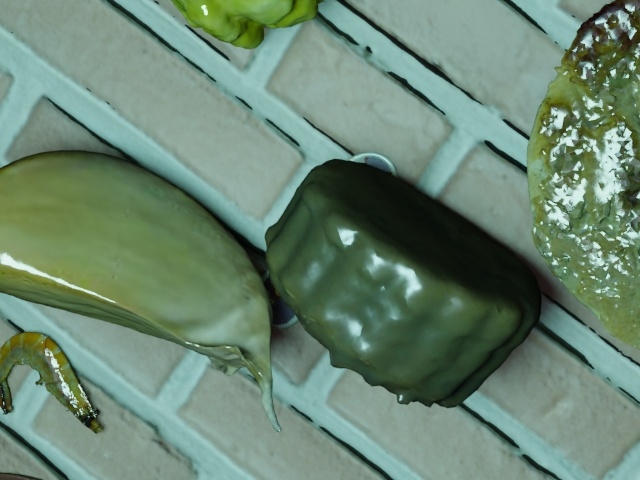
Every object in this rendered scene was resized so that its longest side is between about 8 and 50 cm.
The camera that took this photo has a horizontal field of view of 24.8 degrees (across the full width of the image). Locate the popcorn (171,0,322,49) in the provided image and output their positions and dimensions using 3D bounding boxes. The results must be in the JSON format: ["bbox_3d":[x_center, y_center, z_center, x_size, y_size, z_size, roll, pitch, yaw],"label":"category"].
[{"bbox_3d":[-0.067,-0.284,1.186,0.255,0.195,0.256,-3,100,5],"label":"popcorn"}]

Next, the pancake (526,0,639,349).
[{"bbox_3d":[0.341,-0.052,1.189,0.356,0.065,0.356,2,99,13],"label":"pancake"}]

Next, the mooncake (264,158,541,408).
[{"bbox_3d":[0.061,0.036,1.191,0.228,0.228,0.124,35,109,6],"label":"mooncake"}]

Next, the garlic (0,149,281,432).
[{"bbox_3d":[-0.158,0.049,1.268,0.338,0.196,0.151,28,122,5],"label":"garlic"}]

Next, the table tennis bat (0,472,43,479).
[{"bbox_3d":[-0.356,0.303,1.452,0.274,0.021,0.154,1,101,12],"label":"table tennis bat"}]

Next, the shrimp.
[{"bbox_3d":[-0.263,0.148,1.396,0.127,0.025,0.091,45,108,7],"label":"shrimp"}]

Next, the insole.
[{"bbox_3d":[0.000,0.000,1.313,0.065,0.004,0.197,39,107,4],"label":"insole"}]
